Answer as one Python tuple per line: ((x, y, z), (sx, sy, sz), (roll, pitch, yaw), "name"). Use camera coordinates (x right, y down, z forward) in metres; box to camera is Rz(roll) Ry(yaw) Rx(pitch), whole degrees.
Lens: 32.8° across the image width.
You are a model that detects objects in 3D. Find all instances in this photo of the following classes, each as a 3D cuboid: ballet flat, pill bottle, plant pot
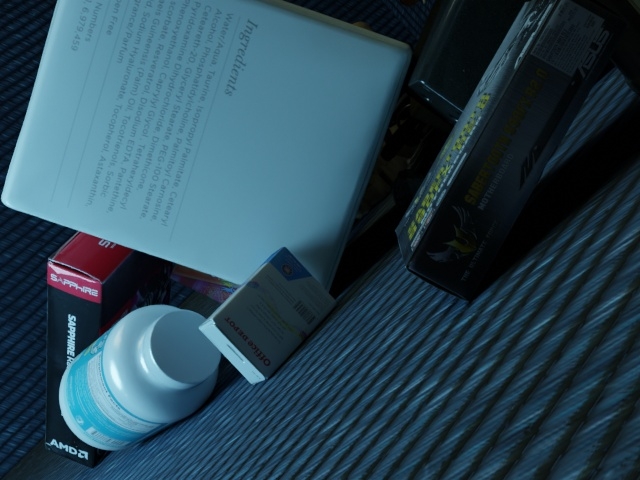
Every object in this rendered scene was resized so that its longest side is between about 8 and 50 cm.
((0.117, -0.072, 1.423), (0.041, 0.041, 0.114), (-41, 7, 16), "ballet flat")
((-0.222, 0.169, 1.368), (0.146, 0.146, 0.264), (-47, 8, -38), "pill bottle")
((0.195, -0.200, 1.194), (0.167, 0.188, 0.187), (-56, 6, 1), "plant pot")

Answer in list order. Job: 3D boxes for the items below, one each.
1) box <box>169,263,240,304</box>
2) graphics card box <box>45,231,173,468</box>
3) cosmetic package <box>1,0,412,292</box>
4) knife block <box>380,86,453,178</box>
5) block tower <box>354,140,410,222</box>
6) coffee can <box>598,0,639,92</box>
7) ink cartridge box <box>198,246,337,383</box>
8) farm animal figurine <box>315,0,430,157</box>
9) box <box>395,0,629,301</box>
((-0.109, -0.010, 1.758), (0.142, 0.154, 0.300), (-64, -1, 20), "box")
((-0.312, 0.129, 1.617), (0.233, 0.094, 0.370), (-56, -18, -53), "graphics card box")
((-0.127, -0.151, 1.359), (0.329, 0.394, 0.327), (-79, 8, -81), "cosmetic package")
((0.176, -0.194, 1.435), (0.242, 0.088, 0.276), (-69, 15, -3), "knife block")
((0.102, -0.146, 1.803), (0.091, 0.097, 0.335), (-38, 9, 38), "block tower")
((0.252, -0.290, 0.893), (0.201, 0.275, 0.201), (-42, 5, 5), "coffee can")
((-0.057, 0.082, 1.174), (0.122, 0.088, 0.052), (-46, 7, -28), "ink cartridge box")
((0.066, -0.240, 1.621), (0.330, 0.327, 0.172), (-43, 10, 24), "farm animal figurine")
((0.140, -0.079, 0.849), (0.231, 0.056, 0.183), (-61, 3, 9), "box")
